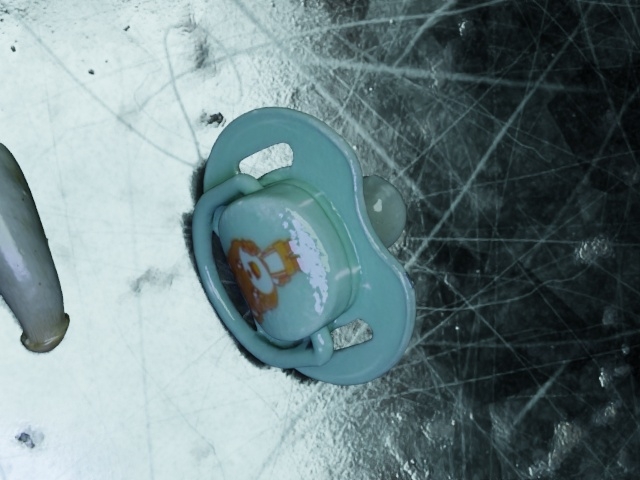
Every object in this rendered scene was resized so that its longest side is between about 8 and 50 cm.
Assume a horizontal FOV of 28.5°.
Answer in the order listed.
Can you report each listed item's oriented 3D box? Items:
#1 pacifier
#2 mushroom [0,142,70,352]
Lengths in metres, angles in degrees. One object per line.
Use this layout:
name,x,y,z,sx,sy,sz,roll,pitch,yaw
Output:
pacifier,0.000,0.000,1.509,0.269,0.288,0.343,-25,96,-51
mushroom,-0.362,0.002,1.446,0.103,0.118,0.270,-24,89,-17
